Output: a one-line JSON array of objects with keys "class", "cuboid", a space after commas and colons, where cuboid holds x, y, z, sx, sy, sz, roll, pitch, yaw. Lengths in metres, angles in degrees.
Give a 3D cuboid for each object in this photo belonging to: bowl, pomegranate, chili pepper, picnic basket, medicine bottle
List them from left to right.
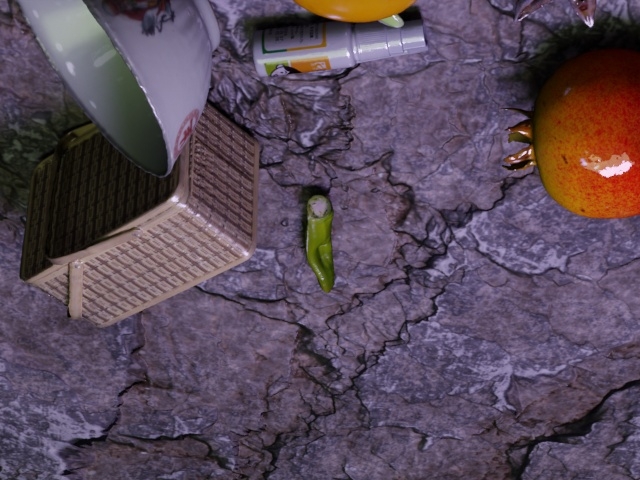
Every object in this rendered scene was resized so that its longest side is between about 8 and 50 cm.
[{"class": "picnic basket", "cuboid": [-0.257, -0.046, 2.130, 0.313, 0.228, 0.175, -26, 136, 29]}, {"class": "bowl", "cuboid": [-0.225, -0.255, 1.879, 0.157, 0.337, 0.337, -36, 144, -17]}, {"class": "chili pepper", "cuboid": [0.000, 0.000, 2.322, 0.050, 0.052, 0.201, 24, 148, 19]}, {"class": "medicine bottle", "cuboid": [0.027, -0.247, 2.008, 0.221, 0.061, 0.092, -6, 166, 9]}, {"class": "pomegranate", "cuboid": [0.356, -0.133, 2.021, 0.257, 0.220, 0.221, -4, 142, 20]}]

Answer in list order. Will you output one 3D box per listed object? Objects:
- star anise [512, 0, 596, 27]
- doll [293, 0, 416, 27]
[{"class": "star anise", "cuboid": [0.273, -0.348, 1.845, 0.262, 0.081, 0.230, 8, 143, -26]}, {"class": "doll", "cuboid": [0.030, -0.333, 1.791, 0.213, 0.213, 0.236, 10, 155, -10]}]
